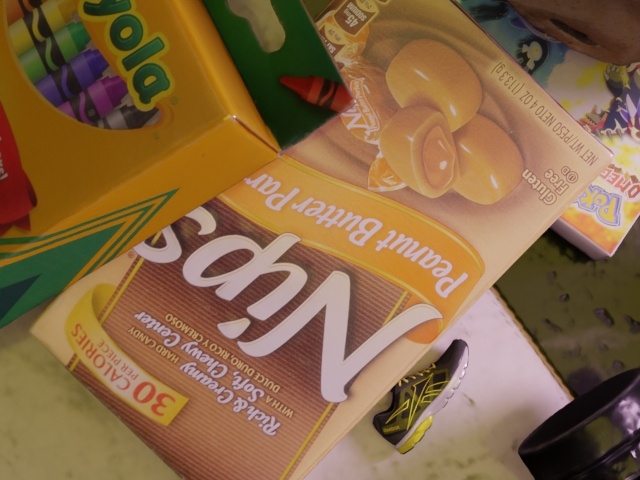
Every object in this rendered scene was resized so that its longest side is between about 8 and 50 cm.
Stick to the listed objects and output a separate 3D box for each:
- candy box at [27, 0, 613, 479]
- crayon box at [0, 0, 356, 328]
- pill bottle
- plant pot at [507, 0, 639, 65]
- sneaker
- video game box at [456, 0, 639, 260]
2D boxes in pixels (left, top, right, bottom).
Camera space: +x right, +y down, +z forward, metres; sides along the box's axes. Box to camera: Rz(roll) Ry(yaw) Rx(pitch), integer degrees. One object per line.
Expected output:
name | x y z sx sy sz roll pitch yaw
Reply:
candy box | 0.000 0.000 0.889 0.183 0.087 0.316 44 94 1
crayon box | -0.164 -0.086 0.846 0.318 0.081 0.202 -31 70 10
pill bottle | 0.221 0.193 0.895 0.123 0.123 0.219 -35 88 -5
plant pot | 0.243 -0.256 0.821 0.334 0.334 0.305 17 84 -2
sneaker | 0.065 0.096 0.938 0.035 0.031 0.083 34 84 0
video game box | 0.154 -0.120 0.953 0.205 0.048 0.187 35 87 0
